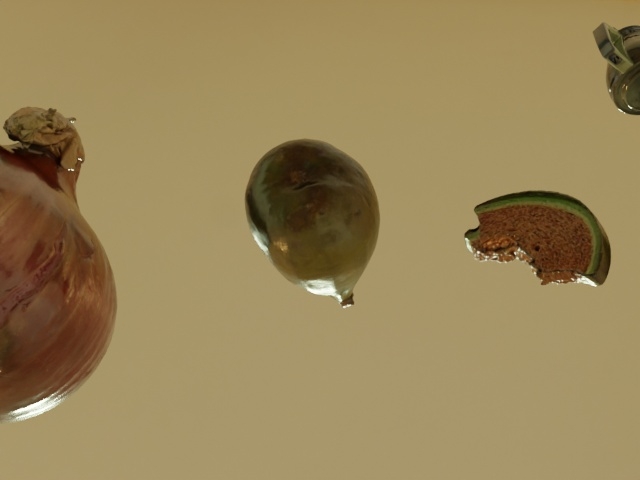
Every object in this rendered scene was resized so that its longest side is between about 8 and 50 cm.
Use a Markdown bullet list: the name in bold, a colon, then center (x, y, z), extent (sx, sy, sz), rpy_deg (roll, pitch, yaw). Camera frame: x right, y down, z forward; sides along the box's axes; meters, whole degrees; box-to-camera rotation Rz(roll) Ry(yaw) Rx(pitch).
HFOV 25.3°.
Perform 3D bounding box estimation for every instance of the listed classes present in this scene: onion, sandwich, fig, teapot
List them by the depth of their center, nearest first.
- **sandwich**: center (0.157, 0.000, 0.985), extent (0.067, 0.029, 0.135), rpy_deg (-41, -144, -13)
- **teapot**: center (0.252, -0.145, 1.155), extent (0.066, 0.088, 0.057), rpy_deg (-44, -138, 26)
- **fig**: center (0.011, -0.015, 1.361), extent (0.126, 0.185, 0.133), rpy_deg (-51, -129, 6)
- **onion**: center (-0.384, 0.035, 1.463), extent (0.354, 0.353, 0.353), rpy_deg (-13, -136, 13)
